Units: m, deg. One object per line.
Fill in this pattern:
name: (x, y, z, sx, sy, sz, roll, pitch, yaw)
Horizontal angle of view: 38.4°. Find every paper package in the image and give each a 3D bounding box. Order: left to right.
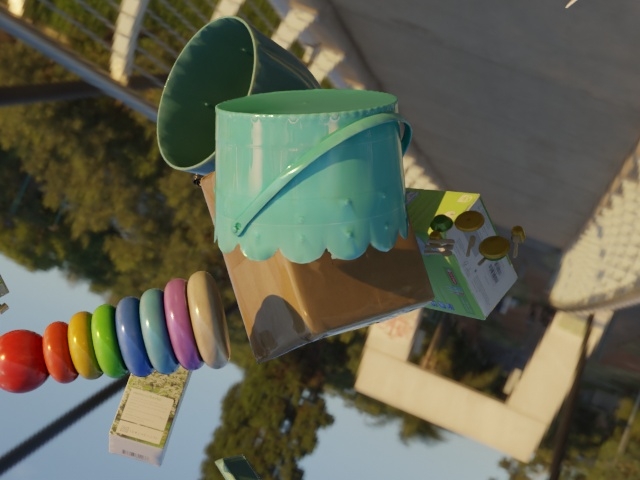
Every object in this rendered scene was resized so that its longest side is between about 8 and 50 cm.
paper package: (0.000, 0.000, 1.521, 0.309, 0.325, 0.168, -12, 170, -41)

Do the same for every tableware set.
tableware set: (0.242, -0.005, 1.438, 0.154, 0.104, 0.024, 1, 137, 21)

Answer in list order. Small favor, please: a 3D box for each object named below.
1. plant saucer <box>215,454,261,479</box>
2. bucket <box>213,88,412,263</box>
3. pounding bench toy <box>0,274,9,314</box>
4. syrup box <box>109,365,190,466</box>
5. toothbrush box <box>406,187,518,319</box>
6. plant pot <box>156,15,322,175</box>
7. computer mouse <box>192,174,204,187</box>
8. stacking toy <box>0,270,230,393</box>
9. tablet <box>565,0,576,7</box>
plant saucer: (-0.118, 0.464, 1.665, 0.067, 0.018, 0.192, 3, -144, -46)
bucket: (-0.012, -0.095, 1.212, 0.281, 0.183, 0.281, -3, -163, 1)
pounding bench toy: (-0.610, 0.094, 1.689, 0.065, 0.052, 0.083, 11, 127, 52)
syrup box: (-0.276, 0.249, 1.560, 0.093, 0.237, 0.096, 16, 146, -2)
toothbrush box: (0.196, 0.016, 1.724, 0.283, 0.122, 0.206, 7, 136, 49)
plant pot: (-0.125, -0.236, 1.716, 0.235, 0.293, 0.293, 19, 179, -39)
computer mouse: (-0.204, -0.198, 1.934, 0.106, 0.193, 0.042, 14, 180, 28)
stacking toy: (-0.300, 0.144, 1.291, 0.330, 0.141, 0.141, -13, 176, 0)
tablet: (0.523, -0.492, 1.817, 0.006, 0.083, 0.054, 50, -146, -6)
